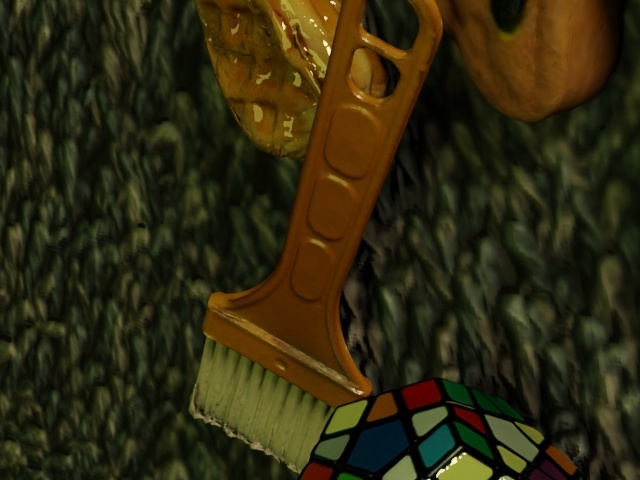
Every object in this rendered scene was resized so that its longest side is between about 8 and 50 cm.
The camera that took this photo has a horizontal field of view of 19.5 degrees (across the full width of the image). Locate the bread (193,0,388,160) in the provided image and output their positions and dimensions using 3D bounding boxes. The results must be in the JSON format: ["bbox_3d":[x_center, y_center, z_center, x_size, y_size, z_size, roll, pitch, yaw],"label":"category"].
[{"bbox_3d":[-0.016,-0.086,0.815,0.110,0.044,0.083,60,144,12],"label":"bread"}]

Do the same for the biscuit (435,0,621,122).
[{"bbox_3d":[0.113,-0.182,0.619,0.202,0.047,0.334,26,125,40],"label":"biscuit"}]

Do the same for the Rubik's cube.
[{"bbox_3d":[0.048,0.123,0.780,0.133,0.133,0.112,5,137,48],"label":"Rubik's cube"}]

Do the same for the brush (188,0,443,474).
[{"bbox_3d":[0.000,0.000,0.813,0.090,0.017,0.314,29,138,11],"label":"brush"}]
